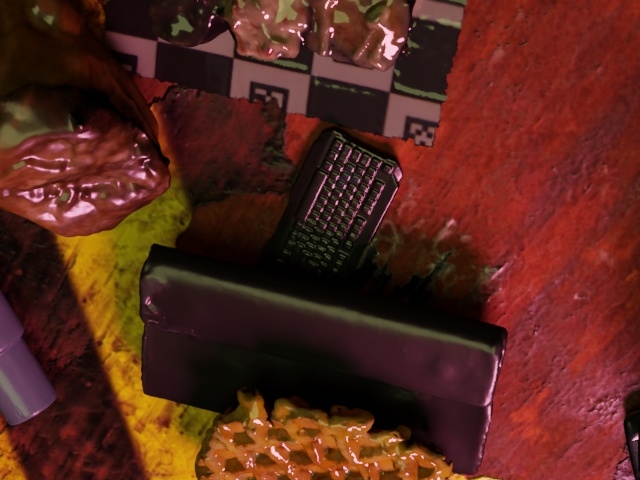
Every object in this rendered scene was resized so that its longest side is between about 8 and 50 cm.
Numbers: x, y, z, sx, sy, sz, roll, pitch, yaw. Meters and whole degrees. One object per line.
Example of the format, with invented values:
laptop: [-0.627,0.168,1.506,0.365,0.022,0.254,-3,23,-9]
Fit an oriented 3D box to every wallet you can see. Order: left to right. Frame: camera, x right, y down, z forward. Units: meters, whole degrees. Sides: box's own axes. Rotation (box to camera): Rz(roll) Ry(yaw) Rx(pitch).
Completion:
wallet: [-0.005,0.138,1.525,0.406,0.062,0.228,12,133,8]

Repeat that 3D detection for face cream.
face cream: [-0.442,0.046,1.611,0.135,0.086,0.385,-24,104,26]

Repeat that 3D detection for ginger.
ginger: [-0.296,-0.136,1.406,0.200,0.269,0.223,-28,69,9]

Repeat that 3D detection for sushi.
sushi: [-0.047,-0.239,1.327,0.373,0.100,0.296,16,121,7]

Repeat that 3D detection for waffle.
waffle: [0.006,0.279,1.573,0.302,0.068,0.325,19,145,-2]

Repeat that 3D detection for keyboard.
keyboard: [0.000,0.000,1.493,0.106,0.016,0.262,27,122,0]

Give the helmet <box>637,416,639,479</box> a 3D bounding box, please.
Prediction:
helmet: [0.424,0.205,1.386,0.225,0.177,0.305,2,122,-8]

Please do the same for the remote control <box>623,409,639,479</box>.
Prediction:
remote control: [0.391,0.284,1.521,0.072,0.042,0.222,-14,113,21]
